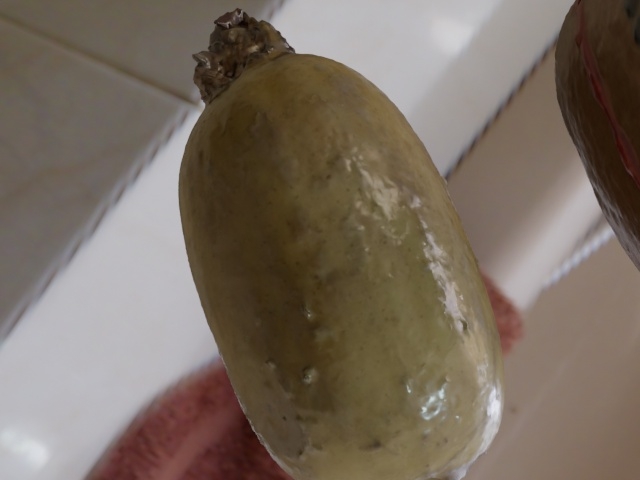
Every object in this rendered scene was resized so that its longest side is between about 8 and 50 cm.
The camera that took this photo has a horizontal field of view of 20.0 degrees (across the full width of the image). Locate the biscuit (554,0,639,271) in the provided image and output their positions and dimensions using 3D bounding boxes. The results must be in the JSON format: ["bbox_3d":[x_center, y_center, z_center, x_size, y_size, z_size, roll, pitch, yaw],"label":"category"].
[{"bbox_3d":[0.203,-0.044,0.896,0.052,0.277,0.262,-12,75,-19],"label":"biscuit"}]

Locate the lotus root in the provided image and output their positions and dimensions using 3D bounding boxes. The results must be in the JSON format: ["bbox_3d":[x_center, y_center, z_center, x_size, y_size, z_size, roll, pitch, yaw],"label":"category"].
[{"bbox_3d":[0.000,0.000,1.131,0.169,0.343,0.151,-25,166,15],"label":"lotus root"}]
